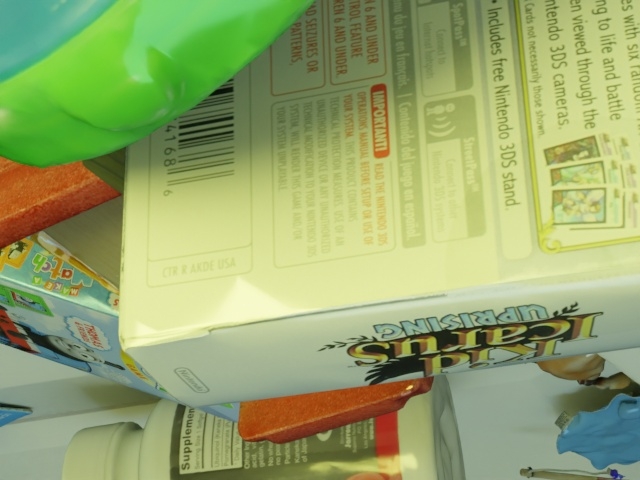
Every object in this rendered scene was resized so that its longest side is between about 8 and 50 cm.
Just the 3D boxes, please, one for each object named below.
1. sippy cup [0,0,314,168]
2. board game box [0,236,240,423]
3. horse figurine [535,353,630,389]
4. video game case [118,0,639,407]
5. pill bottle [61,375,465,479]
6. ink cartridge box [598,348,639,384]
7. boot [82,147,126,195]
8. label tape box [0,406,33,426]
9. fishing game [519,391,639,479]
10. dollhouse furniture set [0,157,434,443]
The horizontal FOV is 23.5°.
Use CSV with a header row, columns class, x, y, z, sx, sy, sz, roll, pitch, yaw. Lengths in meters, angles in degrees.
class,x,y,z,sx,sy,sz,roll,pitch,yaw
sippy cup,-0.105,-0.167,0.345,0.305,0.240,0.224,-31,135,33
board game box,-0.145,0.051,0.992,0.211,0.039,0.160,17,159,8
horse figurine,0.225,0.051,1.071,0.263,0.066,0.174,-24,156,36
video game case,0.069,-0.099,0.441,0.244,0.269,0.061,-9,153,16
pill bottle,-0.046,0.203,1.287,0.318,0.176,0.176,-8,157,12
ink cartridge box,0.301,-0.012,0.765,0.285,0.166,0.395,-21,146,29
boot,-0.081,-0.119,0.583,0.161,0.246,0.083,-40,162,-43
label tape box,-0.452,0.198,1.321,0.333,0.106,0.240,15,152,-37
fishing game,0.306,0.166,1.426,0.189,0.041,0.264,9,147,-27
dollhouse furniture set,-0.143,0.011,0.761,0.374,0.152,0.201,-19,135,31
